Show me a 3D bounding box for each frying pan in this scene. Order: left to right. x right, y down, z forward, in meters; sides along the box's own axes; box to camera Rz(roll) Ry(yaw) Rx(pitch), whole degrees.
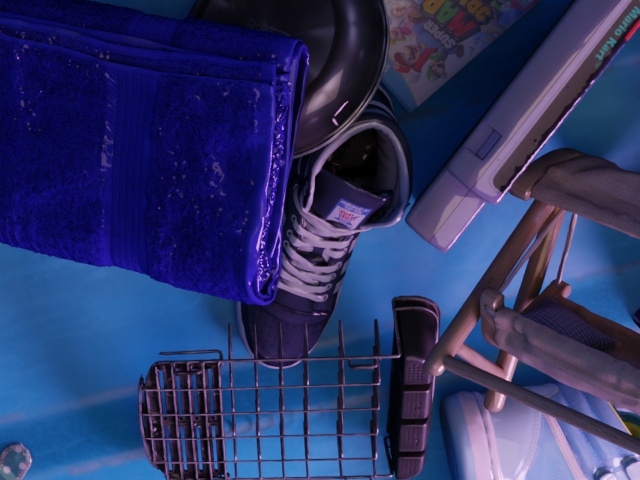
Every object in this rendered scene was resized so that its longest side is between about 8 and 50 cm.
[{"bbox_3d":[0.008,-0.208,1.465,0.326,0.053,0.197,-44,64,7],"label":"frying pan"}]

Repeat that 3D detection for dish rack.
[{"bbox_3d":[-0.027,0.145,1.579,0.271,0.074,0.208,-2,137,-2],"label":"dish rack"}]

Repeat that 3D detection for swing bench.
[{"bbox_3d":[0.271,0.061,1.497,0.165,0.253,0.255,35,79,-57],"label":"swing bench"}]

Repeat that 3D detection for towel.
[{"bbox_3d":[-0.169,-0.080,1.445,0.308,0.076,0.228,13,106,19],"label":"towel"}]

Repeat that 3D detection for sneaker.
[{"bbox_3d":[0.000,0.000,1.531,0.099,0.153,0.282,16,104,-14],"label":"sneaker"},{"bbox_3d":[0.245,0.275,1.676,0.208,0.127,0.319,-15,110,-4],"label":"sneaker"}]

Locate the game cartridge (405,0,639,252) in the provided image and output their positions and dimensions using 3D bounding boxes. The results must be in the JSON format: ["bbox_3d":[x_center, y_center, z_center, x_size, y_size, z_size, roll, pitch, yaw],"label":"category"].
[{"bbox_3d":[0.203,-0.146,1.482,0.068,0.230,0.355,37,98,-3],"label":"game cartridge"}]

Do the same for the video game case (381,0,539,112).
[{"bbox_3d":[0.105,-0.211,1.558,0.166,0.015,0.119,-41,109,4],"label":"video game case"}]

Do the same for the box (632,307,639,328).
[{"bbox_3d":[0.417,0.055,1.623,0.108,0.153,0.207,42,95,-18],"label":"box"}]

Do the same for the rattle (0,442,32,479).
[{"bbox_3d":[-0.320,0.292,1.633,0.130,0.142,0.200,-25,96,-35],"label":"rattle"}]
